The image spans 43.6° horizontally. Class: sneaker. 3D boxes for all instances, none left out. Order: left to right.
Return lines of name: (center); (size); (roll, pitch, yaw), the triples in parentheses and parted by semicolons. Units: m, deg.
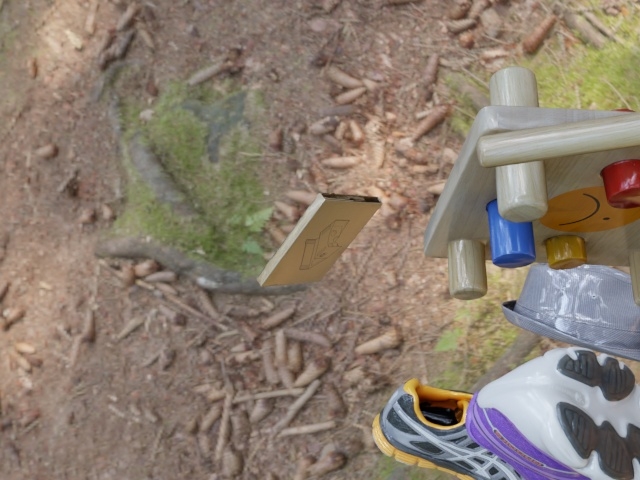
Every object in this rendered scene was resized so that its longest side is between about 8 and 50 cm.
sneaker: (0.164, 0.200, 0.817); (0.215, 0.084, 0.083); (12, 127, -2)
sneaker: (0.138, 0.101, 0.363); (0.071, 0.170, 0.068); (-32, 30, 52)

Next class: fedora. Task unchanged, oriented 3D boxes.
fedora: (0.445, 0.102, 1.320); (0.275, 0.244, 0.124); (15, 98, 29)

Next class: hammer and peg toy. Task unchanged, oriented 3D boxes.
hammer and peg toy: (0.231, -0.059, 0.648); (0.266, 0.361, 0.127); (2, 67, -2)

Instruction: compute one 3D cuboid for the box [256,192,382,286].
box: (0.000, 0.000, 1.365); (0.021, 0.164, 0.201); (51, 120, 27)
